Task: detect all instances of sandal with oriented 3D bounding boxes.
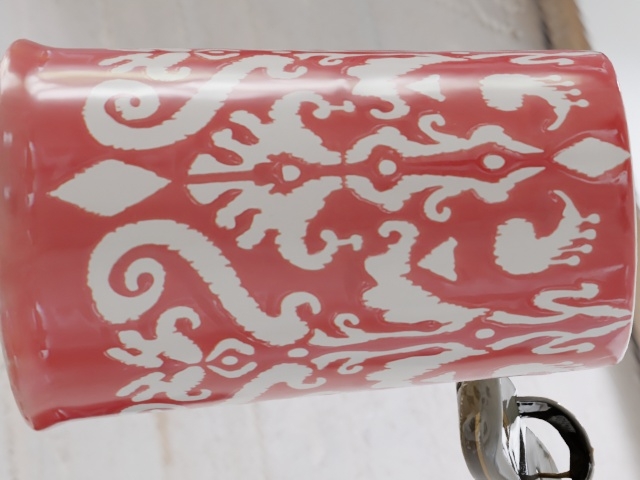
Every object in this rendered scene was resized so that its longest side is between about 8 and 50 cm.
[{"bbox_3d":[0.122,0.117,0.918,0.219,0.060,0.090,61,21,-54],"label":"sandal"}]

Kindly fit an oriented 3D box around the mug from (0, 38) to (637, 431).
[{"bbox_3d":[-0.001,-0.009,0.488,0.150,0.169,0.113,-85,172,-80],"label":"mug"}]
